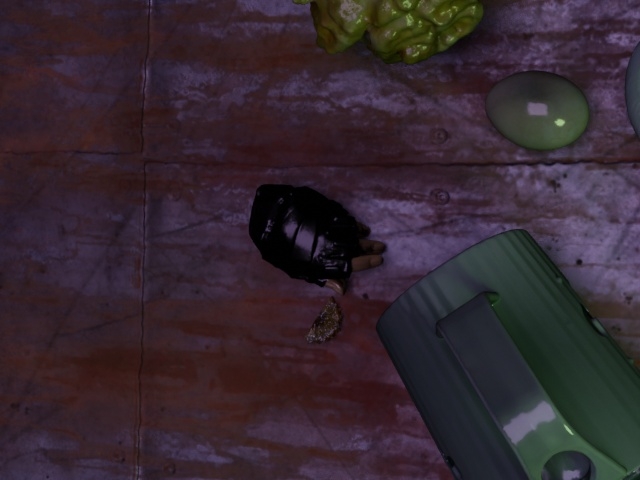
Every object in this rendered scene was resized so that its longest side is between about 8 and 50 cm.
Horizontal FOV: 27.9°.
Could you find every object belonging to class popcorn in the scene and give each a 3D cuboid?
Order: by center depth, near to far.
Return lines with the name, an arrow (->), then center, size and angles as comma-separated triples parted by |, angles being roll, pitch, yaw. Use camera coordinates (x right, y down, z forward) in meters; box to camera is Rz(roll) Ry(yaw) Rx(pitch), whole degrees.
popcorn -> 0.093, -0.386, 1.833 | 0.312, 0.312, 0.312 | 0, 90, 20

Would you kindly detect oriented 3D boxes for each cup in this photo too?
cup -> 0.292, 0.197, 1.735 | 0.310, 0.401, 0.392 | -27, 73, -21

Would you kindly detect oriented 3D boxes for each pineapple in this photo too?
pineapple -> 0.010, 0.133, 2.018 | 0.045, 0.019, 0.083 | 39, 99, 19

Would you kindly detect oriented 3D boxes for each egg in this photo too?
egg -> 0.312, -0.188, 1.858 | 0.152, 0.114, 0.114 | 15, 95, 21

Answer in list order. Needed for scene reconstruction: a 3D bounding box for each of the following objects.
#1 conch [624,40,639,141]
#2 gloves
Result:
conch -> 0.513, -0.207, 1.781 | 0.184, 0.121, 0.221 | 21, 96, 13
gloves -> 0.000, 0.000, 1.979 | 0.203, 0.124, 0.164 | 13, 113, 27
